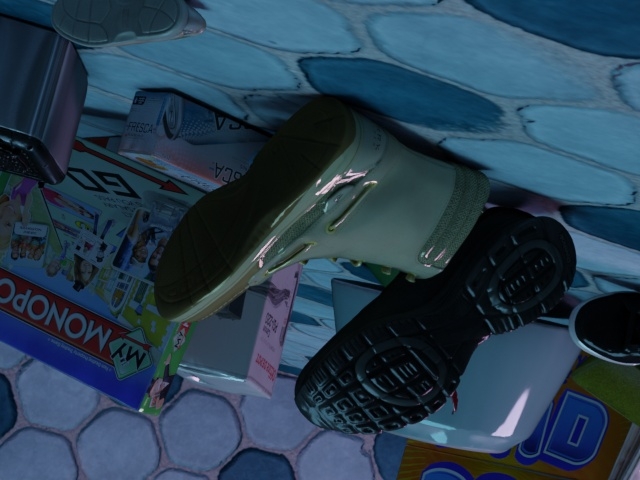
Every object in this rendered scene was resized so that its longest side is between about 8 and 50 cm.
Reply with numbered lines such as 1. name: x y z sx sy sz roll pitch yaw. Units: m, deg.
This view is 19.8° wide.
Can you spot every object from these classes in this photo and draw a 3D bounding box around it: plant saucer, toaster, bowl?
1. plant saucer: 0.391 0.163 2.040 0.188 0.045 0.188 35 -155 15
2. toaster: -0.299 -0.127 1.567 0.168 0.110 0.185 14 171 3
3. bowl: 0.147 0.152 2.155 0.312 0.163 0.311 13 180 0

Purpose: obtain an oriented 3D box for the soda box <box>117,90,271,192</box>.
1. soda box: -0.091 -0.077 1.669 0.183 0.063 0.058 22 170 -40

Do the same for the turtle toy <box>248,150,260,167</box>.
1. turtle toy: -0.012 -0.056 1.648 0.095 0.066 0.130 -26 145 36

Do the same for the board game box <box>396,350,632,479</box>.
1. board game box: 0.355 0.345 2.497 0.356 0.356 0.356 7 167 45

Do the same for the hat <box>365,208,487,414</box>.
1. hat: 0.072 0.048 1.761 0.208 0.183 0.173 17 170 -7

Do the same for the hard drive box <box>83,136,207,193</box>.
1. hard drive box: -0.214 0.016 1.888 0.089 0.232 0.181 22 168 -33

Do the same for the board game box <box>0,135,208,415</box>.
1. board game box: -0.248 0.008 1.776 0.317 0.213 0.046 23 180 26

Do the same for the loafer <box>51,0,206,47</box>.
1. loafer: -0.141 -0.159 1.343 0.125 0.045 0.039 6 173 34

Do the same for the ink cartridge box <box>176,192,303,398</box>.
1. ink cartridge box: -0.078 0.042 1.859 0.092 0.218 0.158 14 171 10

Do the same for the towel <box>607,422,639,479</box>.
1. towel: 0.475 0.308 2.256 0.332 0.317 0.053 22 -173 -37

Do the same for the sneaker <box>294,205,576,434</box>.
1. sneaker: 0.096 0.071 1.666 0.109 0.286 0.130 59 174 -23

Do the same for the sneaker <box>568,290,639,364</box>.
1. sneaker: 0.374 0.090 1.878 0.217 0.079 0.121 9 169 -13

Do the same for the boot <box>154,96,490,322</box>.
1. boot: 0.000 0.000 1.578 0.203 0.095 0.262 20 126 -41
